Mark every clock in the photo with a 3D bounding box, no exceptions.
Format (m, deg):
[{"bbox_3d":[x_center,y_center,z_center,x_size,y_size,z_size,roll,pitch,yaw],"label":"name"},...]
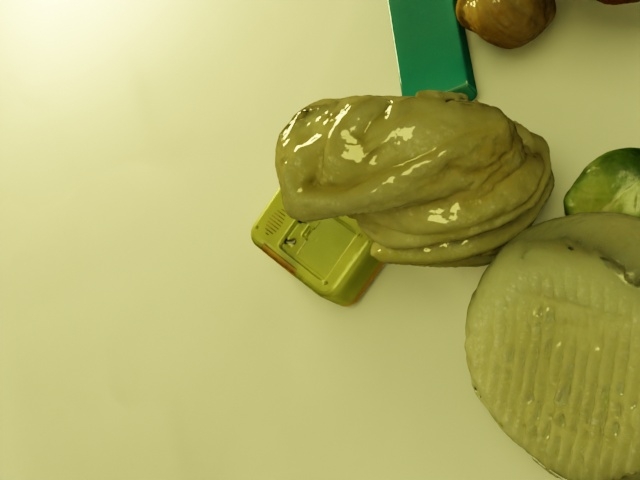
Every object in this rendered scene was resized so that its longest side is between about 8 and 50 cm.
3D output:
[{"bbox_3d":[0.000,0.000,1.273,0.202,0.096,0.143,37,96,30],"label":"clock"}]

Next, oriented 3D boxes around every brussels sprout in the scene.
[{"bbox_3d":[0.413,-0.048,1.070,0.155,0.117,0.155,9,104,43],"label":"brussels sprout"}]

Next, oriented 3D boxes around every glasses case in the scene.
[{"bbox_3d":[0.178,-0.359,1.305,0.117,0.070,0.301,-16,71,28],"label":"glasses case"}]

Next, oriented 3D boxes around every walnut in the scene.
[{"bbox_3d":[0.278,-0.366,1.202,0.149,0.166,0.167,-28,64,39],"label":"walnut"}]

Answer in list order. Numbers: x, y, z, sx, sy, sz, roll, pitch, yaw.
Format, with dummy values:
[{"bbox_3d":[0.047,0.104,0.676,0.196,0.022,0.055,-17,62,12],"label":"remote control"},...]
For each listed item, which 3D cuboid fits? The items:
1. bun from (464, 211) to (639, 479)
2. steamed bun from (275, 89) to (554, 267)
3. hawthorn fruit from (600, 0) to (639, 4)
[{"bbox_3d":[0.356,0.124,0.974,0.359,0.211,0.360,16,111,49],"label":"bun"},{"bbox_3d":[0.136,-0.081,1.107,0.324,0.372,0.230,9,95,45],"label":"steamed bun"},{"bbox_3d":[0.402,-0.532,1.042,0.402,0.403,0.403,-7,73,25],"label":"hawthorn fruit"}]
